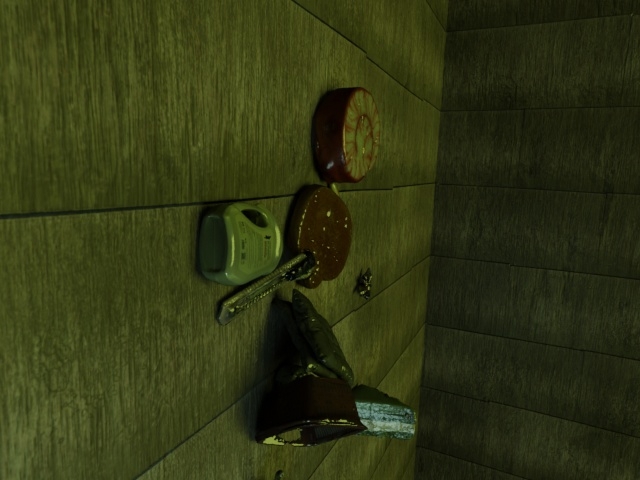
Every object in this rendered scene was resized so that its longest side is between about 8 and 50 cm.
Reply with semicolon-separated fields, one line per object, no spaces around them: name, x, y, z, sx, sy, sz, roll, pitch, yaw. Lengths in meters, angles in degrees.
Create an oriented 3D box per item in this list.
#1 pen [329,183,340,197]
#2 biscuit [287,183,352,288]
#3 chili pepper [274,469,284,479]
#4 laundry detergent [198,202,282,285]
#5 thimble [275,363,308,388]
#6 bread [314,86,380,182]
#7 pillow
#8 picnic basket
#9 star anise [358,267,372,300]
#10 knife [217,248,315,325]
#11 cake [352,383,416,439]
pen;0.067;-0.113;1.517;0.040;0.032;0.233;-92;167;-46
biscuit;-0.001;0.000;1.362;0.367;0.063;0.314;39;64;-59
chili pepper;-0.125;0.736;1.174;0.131;0.135;0.338;2;95;-55
laundry detergent;-0.161;0.005;0.988;0.253;0.091;0.181;-5;94;-64
thimble;-0.084;0.406;1.276;0.110;0.062;0.084;41;56;-61
bread;0.090;-0.340;1.414;0.328;0.114;0.295;-43;134;-53
pillow;-0.007;0.294;1.246;0.228;0.101;0.326;62;4;34
picnic basket;-0.028;0.449;1.143;0.223;0.297;0.129;18;52;-28
star anise;0.187;0.173;1.804;0.124;0.056;0.129;43;57;-59
knife;-0.117;0.114;1.103;0.365;0.043;0.089;-30;125;-48
cake;0.228;0.727;1.781;0.172;0.284;0.158;-6;101;-48
